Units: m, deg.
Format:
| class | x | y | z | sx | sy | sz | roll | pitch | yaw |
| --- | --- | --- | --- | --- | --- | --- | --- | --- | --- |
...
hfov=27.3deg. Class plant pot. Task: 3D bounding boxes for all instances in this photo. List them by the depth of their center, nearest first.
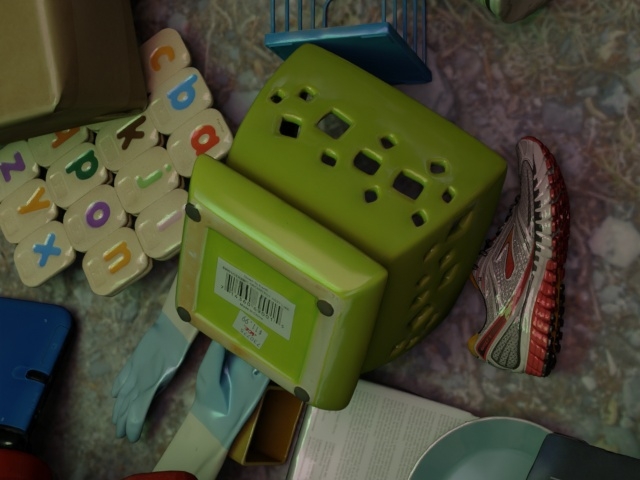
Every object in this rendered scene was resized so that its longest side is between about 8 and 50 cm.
| class | x | y | z | sx | sy | sz | roll | pitch | yaw |
| --- | --- | --- | --- | --- | --- | --- | --- | --- | --- |
| plant pot | 0.000 | 0.000 | 1.177 | 0.228 | 0.227 | 0.207 | 33 | 51 | 16 |
| plant pot | -0.077 | 0.172 | 1.319 | 0.083 | 0.081 | 0.081 | 19 | 91 | 31 |

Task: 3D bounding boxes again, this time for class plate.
| class | x | y | z | sx | sy | sz | roll | pitch | yaw |
| --- | --- | --- | --- | --- | --- | --- | --- | --- | --- |
| plate | 0.169 | 0.259 | 1.243 | 0.188 | 0.024 | 0.188 | 0 | 88 | 4 |

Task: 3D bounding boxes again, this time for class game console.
| class | x | y | z | sx | sy | sz | roll | pitch | yaw |
| --- | --- | --- | --- | --- | --- | --- | --- | --- | --- |
| game console | -0.414 | 0.201 | 1.450 | 0.293 | 0.173 | 0.250 | 7 | 56 | 18 |

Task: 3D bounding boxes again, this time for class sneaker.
| class | x | y | z | sx | sy | sz | roll | pitch | yaw |
| --- | --- | --- | --- | --- | --- | --- | --- | --- | --- |
| sneaker | 0.183 | 0.013 | 1.243 | 0.092 | 0.088 | 0.225 | 5 | 87 | 19 |

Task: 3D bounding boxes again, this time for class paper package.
| class | x | y | z | sx | sy | sz | roll | pitch | yaw |
| --- | --- | --- | --- | --- | --- | --- | --- | --- | --- |
| paper package | -0.362 | -0.261 | 1.345 | 0.309 | 0.168 | 0.325 | -10 | 92 | 24 |

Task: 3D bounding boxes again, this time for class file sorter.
| class | x | y | z | sx | sy | sz | roll | pitch | yaw |
| --- | --- | --- | --- | --- | --- | --- | --- | --- | --- |
| file sorter | 0.031 | -0.218 | 1.270 | 0.118 | 0.170 | 0.104 | -2 | 81 | 18 |

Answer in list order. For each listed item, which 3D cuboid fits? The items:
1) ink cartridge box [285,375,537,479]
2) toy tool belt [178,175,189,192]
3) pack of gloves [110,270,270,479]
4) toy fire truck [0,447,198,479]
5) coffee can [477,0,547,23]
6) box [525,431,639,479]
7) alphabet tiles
| class | x | y | z | sx | sy | sz | roll | pitch | yaw |
| --- | --- | --- | --- | --- | --- | --- | --- | --- | --- |
| ink cartridge box | 0.083 | 0.244 | 1.285 | 0.232 | 0.066 | 0.189 | 16 | 90 | -3 |
| toy tool belt | -0.141 | -0.040 | 1.379 | 0.052 | 0.051 | 0.083 | -12 | 69 | 32 |
| pack of gloves | -0.140 | 0.131 | 1.308 | 0.195 | 0.046 | 0.232 | 41 | 107 | 43 |
| toy fire truck | -0.217 | 0.318 | 1.252 | 0.254 | 0.302 | 0.169 | -6 | 51 | 1 |
| coffee can | 0.125 | -0.362 | 1.234 | 0.275 | 0.201 | 0.201 | 40 | 98 | 16 |
| box | 0.253 | 0.392 | 1.002 | 0.293 | 0.212 | 0.395 | 12 | 62 | 36 |
| alphabet tiles | -0.228 | -0.086 | 1.388 | 0.278 | 0.021 | 0.284 | -35 | 63 | 13 |
